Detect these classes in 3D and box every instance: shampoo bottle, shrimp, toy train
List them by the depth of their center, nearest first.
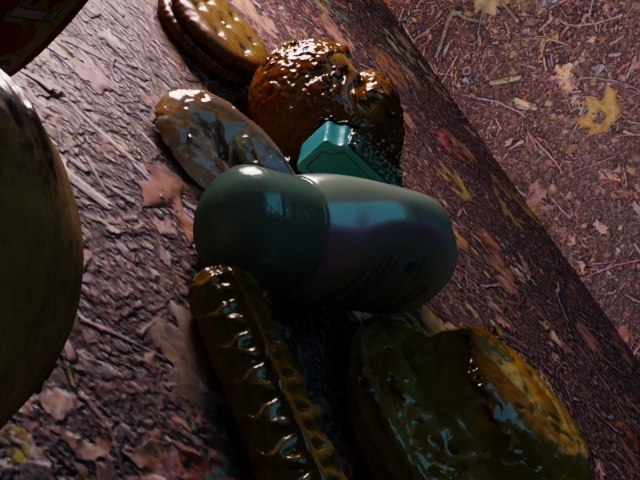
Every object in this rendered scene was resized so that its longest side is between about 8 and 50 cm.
[{"bbox_3d":[0.000,0.000,1.134,0.349,0.222,0.151,10,60,-40],"label":"shampoo bottle"},{"bbox_3d":[-0.106,-0.093,1.251,0.317,0.062,0.164,44,43,-2],"label":"shrimp"},{"bbox_3d":[0.032,-0.075,1.367,0.203,0.163,0.112,41,24,-19],"label":"toy train"}]

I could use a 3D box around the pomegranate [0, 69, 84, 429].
[{"bbox_3d":[-0.283,-0.005,0.471,0.322,0.322,0.322,41,23,-21],"label":"pomegranate"}]

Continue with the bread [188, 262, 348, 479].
[{"bbox_3d":[-0.049,0.170,0.910,0.077,0.084,0.368,88,-22,-53],"label":"bread"}]

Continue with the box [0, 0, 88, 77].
[{"bbox_3d":[-0.367,-0.296,0.822,0.214,0.259,0.283,54,22,5],"label":"box"}]

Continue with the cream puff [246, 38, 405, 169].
[{"bbox_3d":[0.023,-0.212,1.518,0.303,0.212,0.303,35,27,-21],"label":"cream puff"}]

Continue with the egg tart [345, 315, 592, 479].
[{"bbox_3d":[0.217,0.252,1.156,0.443,0.178,0.443,41,21,-19],"label":"egg tart"}]

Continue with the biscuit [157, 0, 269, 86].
[{"bbox_3d":[-0.183,-0.360,1.561,0.220,0.066,0.220,40,22,-20],"label":"biscuit"}]
